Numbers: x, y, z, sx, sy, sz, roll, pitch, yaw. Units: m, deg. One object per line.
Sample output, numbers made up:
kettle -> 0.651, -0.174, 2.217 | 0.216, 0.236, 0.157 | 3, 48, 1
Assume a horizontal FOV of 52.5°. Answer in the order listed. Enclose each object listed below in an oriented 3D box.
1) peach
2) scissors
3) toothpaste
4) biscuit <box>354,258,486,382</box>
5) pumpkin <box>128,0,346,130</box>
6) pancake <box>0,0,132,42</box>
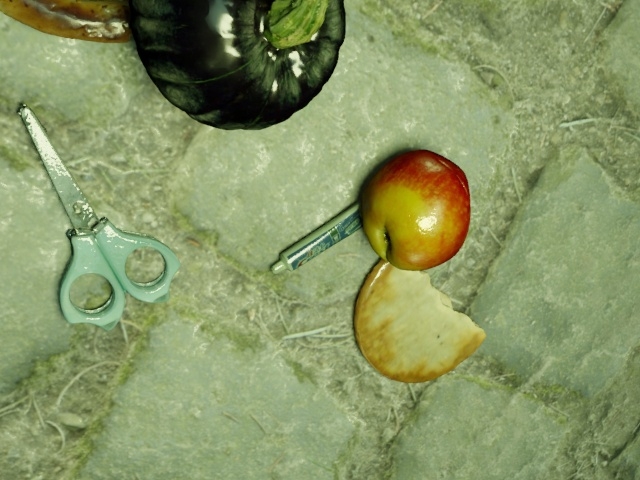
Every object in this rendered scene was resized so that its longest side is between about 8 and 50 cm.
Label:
peach -> 0.167, -0.050, 1.083 | 0.192, 0.190, 0.190 | -36, 119, -16
scissors -> -0.348, -0.033, 0.957 | 0.191, 0.029, 0.361 | -29, 116, -16
toothpaste -> 0.000, 0.000, 1.113 | 0.197, 0.035, 0.057 | -33, 134, -10
biscuit -> 0.171, 0.169, 1.244 | 0.309, 0.040, 0.205 | 40, 90, -29
pumpkin -> -0.084, -0.278, 0.834 | 0.295, 0.296, 0.296 | -8, 112, -20
pancake -> -0.319, -0.378, 0.820 | 0.266, 0.057, 0.245 | 33, 94, -30
